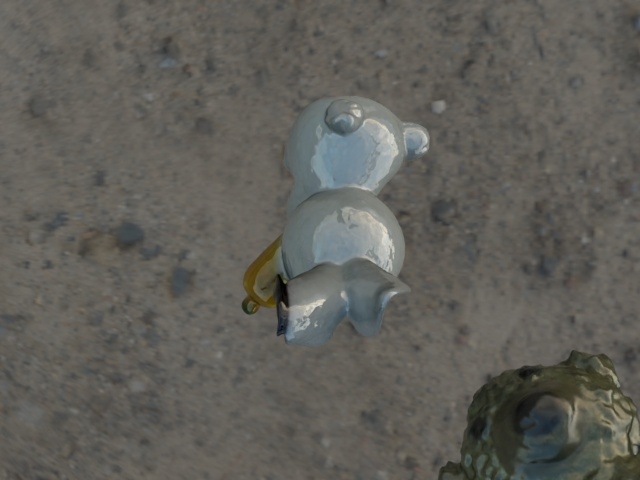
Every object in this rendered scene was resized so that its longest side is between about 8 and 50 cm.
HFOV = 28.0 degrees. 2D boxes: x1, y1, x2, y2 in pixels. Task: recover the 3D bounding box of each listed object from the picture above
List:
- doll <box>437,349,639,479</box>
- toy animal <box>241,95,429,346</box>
[{"bbox_3d":[0.177,0.164,0.651,0.202,0.286,0.091,-24,136,7],"label":"doll"},{"bbox_3d":[0.000,0.000,0.791,0.131,0.127,0.182,-5,61,13],"label":"toy animal"}]
